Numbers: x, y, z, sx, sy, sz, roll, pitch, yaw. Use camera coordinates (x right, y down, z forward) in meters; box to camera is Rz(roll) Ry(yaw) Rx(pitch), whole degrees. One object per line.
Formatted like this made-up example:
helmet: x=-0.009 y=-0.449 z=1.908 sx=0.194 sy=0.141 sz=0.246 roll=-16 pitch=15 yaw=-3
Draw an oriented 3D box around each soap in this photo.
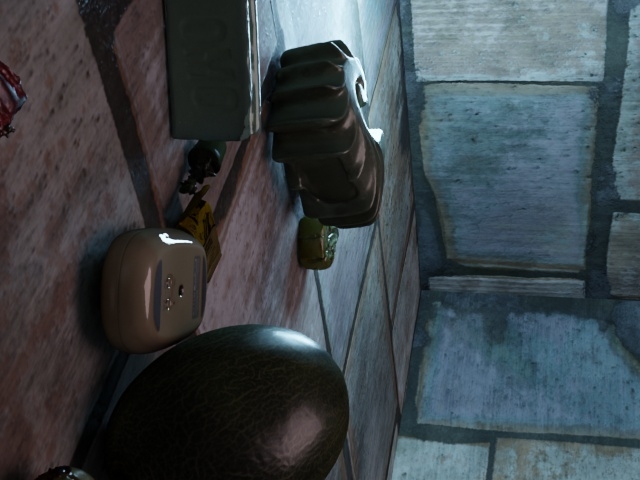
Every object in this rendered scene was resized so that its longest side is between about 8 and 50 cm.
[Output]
soap: x=-0.140 y=-0.232 z=1.400 sx=0.063 sy=0.115 sz=0.198 roll=-51 pitch=140 yaw=-69

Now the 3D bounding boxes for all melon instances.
melon: x=-0.102 y=0.222 z=1.265 sx=0.302 sy=0.237 sz=0.237 roll=-26 pitch=125 yaw=-34

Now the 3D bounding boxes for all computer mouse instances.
computer mouse: x=-0.198 y=0.057 z=1.254 sx=0.236 sy=0.082 sz=0.145 roll=-17 pitch=109 yaw=-79

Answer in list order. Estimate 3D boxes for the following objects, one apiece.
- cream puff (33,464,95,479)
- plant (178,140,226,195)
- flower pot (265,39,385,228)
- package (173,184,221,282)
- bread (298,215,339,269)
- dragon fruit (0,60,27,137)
cream puff: x=-0.258 y=0.286 z=1.022 sx=0.149 sy=0.084 sz=0.149 roll=-2 pitch=90 yaw=-80
plant: x=-0.163 y=-0.102 z=1.470 sx=0.051 sy=0.051 sz=0.102 roll=81 pitch=22 yaw=-43
flower pot: x=0.028 y=-0.179 z=1.991 sx=0.367 sy=0.165 sz=0.254 roll=62 pitch=29 yaw=-48
package: x=-0.171 y=-0.009 z=1.452 sx=0.071 sy=0.047 sz=0.131 roll=-67 pitch=158 yaw=-45
bread: x=0.000 y=0.000 z=2.203 sx=0.156 sy=0.064 sz=0.117 roll=-32 pitch=125 yaw=-74
dragon fruit: x=-0.300 y=-0.095 z=0.792 sx=0.162 sy=0.083 sz=0.106 roll=-65 pitch=143 yaw=-40
